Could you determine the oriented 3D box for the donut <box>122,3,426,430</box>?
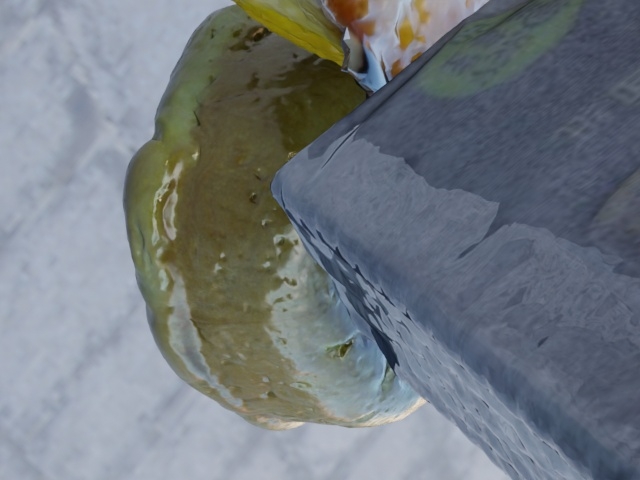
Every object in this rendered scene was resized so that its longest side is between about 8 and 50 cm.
[{"bbox_3d":[0.000,0.000,1.111,0.261,0.128,0.208,41,62,-55],"label":"donut"}]

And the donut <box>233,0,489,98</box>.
[{"bbox_3d":[0.054,-0.273,0.942,0.378,0.163,0.435,-30,129,-41],"label":"donut"}]

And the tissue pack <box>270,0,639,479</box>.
[{"bbox_3d":[0.175,-0.012,0.701,0.288,0.394,0.124,-37,117,-5],"label":"tissue pack"}]
